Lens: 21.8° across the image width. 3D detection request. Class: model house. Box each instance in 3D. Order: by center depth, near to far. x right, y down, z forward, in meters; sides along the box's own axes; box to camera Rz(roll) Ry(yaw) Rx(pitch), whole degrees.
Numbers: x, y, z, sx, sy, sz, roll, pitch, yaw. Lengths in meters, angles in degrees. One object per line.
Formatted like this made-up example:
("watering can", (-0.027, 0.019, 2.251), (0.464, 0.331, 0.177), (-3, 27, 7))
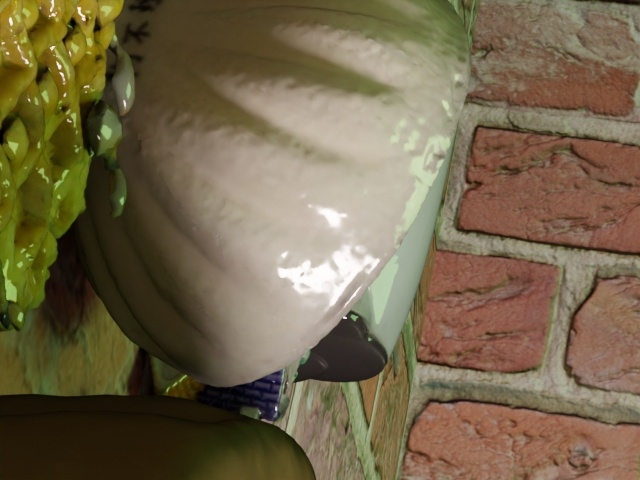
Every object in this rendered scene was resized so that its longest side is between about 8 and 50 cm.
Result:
("model house", (-0.066, 0.094, 1.138), (0.087, 0.101, 0.100), (88, 14, -49))

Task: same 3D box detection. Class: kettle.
("kettle", (0.000, 0.000, 1.350), (0.221, 0.161, 0.236), (-37, -144, 59))

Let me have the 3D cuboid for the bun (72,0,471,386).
("bun", (-0.061, -0.066, 0.908), (0.263, 0.175, 0.263), (-45, -153, 30))

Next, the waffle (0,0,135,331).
("waffle", (-0.140, -0.104, 0.711), (0.262, 0.060, 0.280), (45, 51, -74))

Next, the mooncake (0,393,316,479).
("mooncake", (-0.126, 0.241, 0.669), (0.378, 0.201, 0.378), (4, 90, -77))
